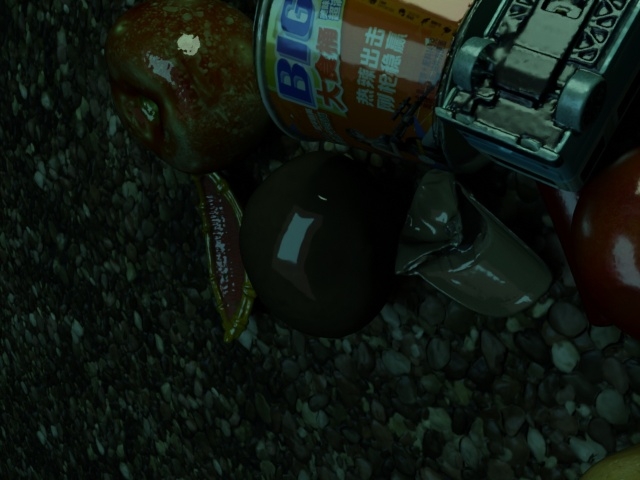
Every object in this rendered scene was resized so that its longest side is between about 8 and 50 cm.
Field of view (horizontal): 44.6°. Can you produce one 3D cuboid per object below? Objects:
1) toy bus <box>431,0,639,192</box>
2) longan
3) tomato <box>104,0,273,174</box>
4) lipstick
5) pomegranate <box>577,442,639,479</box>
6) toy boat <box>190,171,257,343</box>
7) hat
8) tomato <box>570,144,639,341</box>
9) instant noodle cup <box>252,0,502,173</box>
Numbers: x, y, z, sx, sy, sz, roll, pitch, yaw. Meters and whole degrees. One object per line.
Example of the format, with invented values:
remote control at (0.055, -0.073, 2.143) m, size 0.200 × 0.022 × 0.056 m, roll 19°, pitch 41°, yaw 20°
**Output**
toy bus at (0.243, -0.188, 0.727) m, size 0.133 × 0.165 × 0.271 m, roll 30°, pitch 90°, yaw 32°
longan at (0.000, 0.000, 1.049) m, size 0.246 × 0.215 × 0.246 m, roll 31°, pitch 145°, yaw 25°
tomato at (-0.181, -0.239, 1.167) m, size 0.270 × 0.223 × 0.270 m, roll 39°, pitch 150°, yaw 28°
lipstick at (0.284, -0.029, 0.837) m, size 0.080 × 0.080 × 0.241 m, roll -25°, pitch 84°, yaw 48°
pomegranate at (0.356, 0.324, 0.732) m, size 0.307 × 0.307 × 0.307 m, roll 17°, pitch 113°, yaw 43°
toy boat at (-0.157, 0.009, 1.312) m, size 0.141 × 0.099 × 0.317 m, roll 1°, pitch 105°, yaw 50°
hat at (0.197, -0.004, 0.963) m, size 0.173 × 0.144 × 0.166 m, roll 22°, pitch 136°, yaw -9°
tomato at (0.326, 0.003, 0.729) m, size 0.136 × 0.195 × 0.195 m, roll 150°, pitch 103°, yaw -82°
instant noodle cup at (0.099, -0.211, 0.844) m, size 0.214 × 0.296 × 0.296 m, roll 26°, pitch 120°, yaw 31°
